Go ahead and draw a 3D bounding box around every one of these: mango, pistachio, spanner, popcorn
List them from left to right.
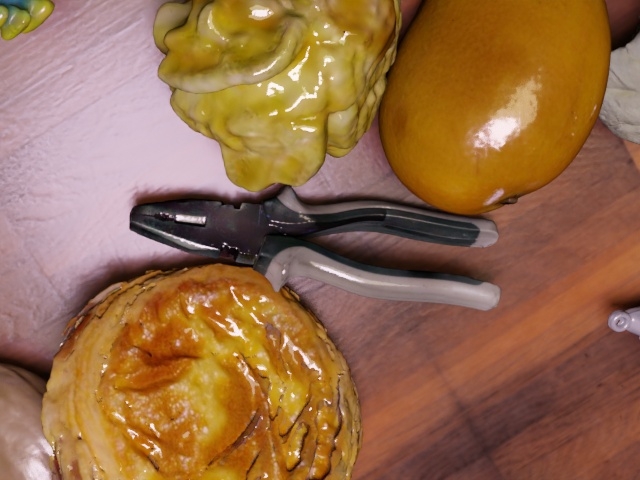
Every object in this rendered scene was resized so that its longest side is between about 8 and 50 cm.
[{"bbox_3d":[-0.242,0.180,1.036,0.108,0.126,0.186,-39,104,-43],"label":"pistachio"},{"bbox_3d":[-0.033,-0.162,0.938,0.181,0.217,0.235,16,65,5],"label":"popcorn"},{"bbox_3d":[0.000,0.000,1.044,0.324,0.040,0.096,7,60,-12],"label":"spanner"},{"bbox_3d":[0.149,-0.142,0.998,0.175,0.139,0.255,24,94,19],"label":"mango"}]

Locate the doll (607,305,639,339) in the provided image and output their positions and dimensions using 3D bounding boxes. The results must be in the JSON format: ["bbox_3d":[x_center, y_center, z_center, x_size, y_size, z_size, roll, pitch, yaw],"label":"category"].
[{"bbox_3d":[0.360,0.081,1.115,0.227,0.075,0.102,8,109,-21],"label":"doll"}]

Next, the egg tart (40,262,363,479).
[{"bbox_3d":[-0.103,0.162,1.018,0.297,0.132,0.297,13,62,-25],"label":"egg tart"}]

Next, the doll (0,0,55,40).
[{"bbox_3d":[-0.316,-0.274,0.834,0.098,0.341,0.346,-30,97,24],"label":"doll"}]

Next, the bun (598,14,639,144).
[{"bbox_3d":[0.314,-0.177,1.032,0.203,0.126,0.213,-12,101,-7],"label":"bun"}]
